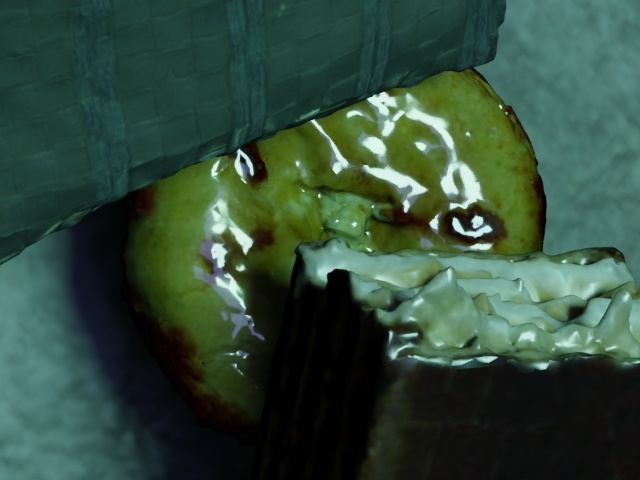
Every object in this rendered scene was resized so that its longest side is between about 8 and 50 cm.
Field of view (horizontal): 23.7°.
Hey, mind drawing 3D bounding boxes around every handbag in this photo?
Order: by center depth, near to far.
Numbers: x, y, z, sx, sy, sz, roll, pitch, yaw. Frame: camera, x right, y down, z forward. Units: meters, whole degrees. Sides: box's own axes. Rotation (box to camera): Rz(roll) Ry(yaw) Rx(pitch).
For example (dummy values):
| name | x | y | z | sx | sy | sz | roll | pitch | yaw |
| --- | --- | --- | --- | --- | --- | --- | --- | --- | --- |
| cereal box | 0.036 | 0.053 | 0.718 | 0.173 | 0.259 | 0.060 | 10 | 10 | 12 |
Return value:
| name | x | y | z | sx | sy | sz | roll | pitch | yaw |
| --- | --- | --- | --- | --- | --- | --- | --- | --- | --- |
| handbag | -0.064 | -0.094 | 0.440 | 0.270 | 0.175 | 0.088 | -24 | 134 | -24 |

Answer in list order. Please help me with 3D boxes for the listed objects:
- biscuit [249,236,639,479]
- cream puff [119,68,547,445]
| name | x | y | z | sx | sy | sz | roll | pitch | yaw |
| --- | --- | --- | --- | --- | --- | --- | --- | --- | --- |
| biscuit | 0.030 | 0.113 | 0.444 | 0.106 | 0.070 | 0.252 | 2 | 113 | -22 |
| cream puff | 0.000 | 0.000 | 0.493 | 0.149 | 0.084 | 0.149 | 4 | 79 | -22 |
